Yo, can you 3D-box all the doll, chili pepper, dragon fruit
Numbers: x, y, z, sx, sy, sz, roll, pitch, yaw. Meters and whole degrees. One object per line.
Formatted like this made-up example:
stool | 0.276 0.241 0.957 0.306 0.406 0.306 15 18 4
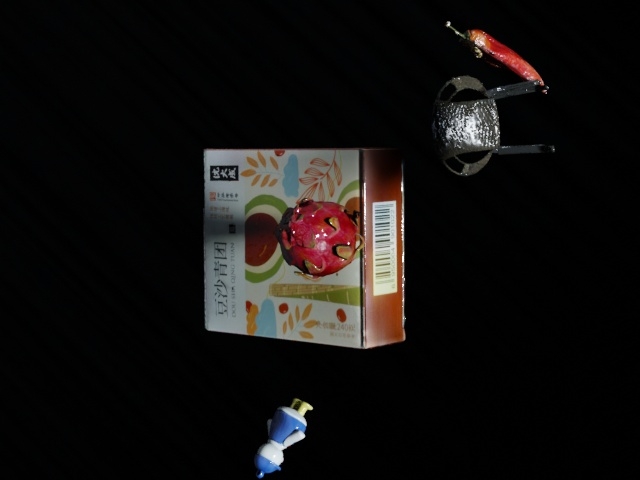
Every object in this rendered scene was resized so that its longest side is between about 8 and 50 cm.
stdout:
doll | -0.065 0.321 2.080 0.098 0.057 0.143 7 -118 53
chili pepper | 0.332 -0.350 2.420 0.059 0.268 0.050 -3 -115 60
dragon fruit | 0.000 0.000 2.068 0.166 0.136 0.133 -1 100 -62

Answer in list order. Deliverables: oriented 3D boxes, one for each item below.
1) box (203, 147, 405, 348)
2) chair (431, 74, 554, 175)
box | -0.035 0.005 2.329 0.385 0.345 0.122 3 -174 39
chair | 0.295 -0.203 2.236 0.213 0.174 0.149 -6 -172 1
